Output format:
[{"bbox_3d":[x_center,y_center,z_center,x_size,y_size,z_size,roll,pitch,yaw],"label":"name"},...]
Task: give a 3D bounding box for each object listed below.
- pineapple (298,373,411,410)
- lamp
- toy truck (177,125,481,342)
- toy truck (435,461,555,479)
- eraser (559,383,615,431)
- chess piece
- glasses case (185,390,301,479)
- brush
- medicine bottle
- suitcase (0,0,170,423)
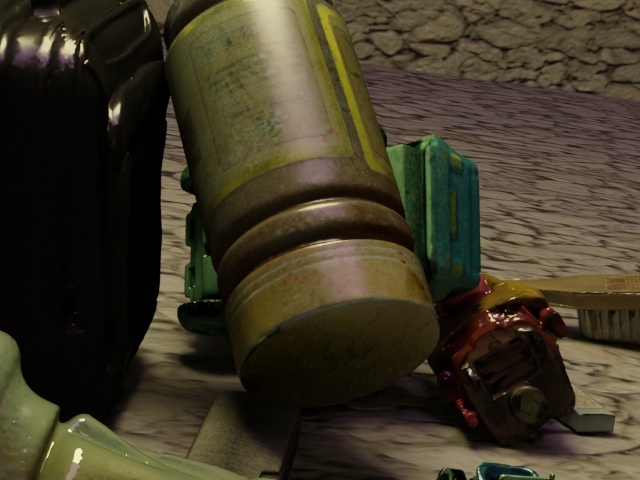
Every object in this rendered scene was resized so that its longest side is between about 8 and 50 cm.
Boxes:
[{"bbox_3d":[0.024,0.100,1.515,0.074,0.074,0.159,18,14,37],"label":"pineapple"},{"bbox_3d":[0.147,0.089,1.554,0.118,0.118,0.253,6,10,-7],"label":"lamp"},{"bbox_3d":[0.000,0.000,1.556,0.279,0.155,0.156,-15,-22,40],"label":"toy truck"},{"bbox_3d":[0.124,0.180,1.219,0.080,0.078,0.154,7,13,-8],"label":"toy truck"},{"bbox_3d":[0.217,0.142,1.548,0.038,0.019,0.083,4,14,-21],"label":"eraser"},{"bbox_3d":[-0.114,0.168,1.044,0.298,0.175,0.176,20,13,-6],"label":"chess piece"},{"bbox_3d":[-0.059,0.159,1.268,0.071,0.047,0.205,10,13,4],"label":"glasses case"},{"bbox_3d":[0.232,0.068,1.809,0.328,0.065,0.070,1,18,13],"label":"brush"},{"bbox_3d":[-0.022,-0.049,1.379,0.151,0.151,0.322,1,56,-26],"label":"medicine bottle"},{"bbox_3d":[-0.222,-0.041,1.388,0.188,0.339,0.345,4,14,2],"label":"suitcase"}]
